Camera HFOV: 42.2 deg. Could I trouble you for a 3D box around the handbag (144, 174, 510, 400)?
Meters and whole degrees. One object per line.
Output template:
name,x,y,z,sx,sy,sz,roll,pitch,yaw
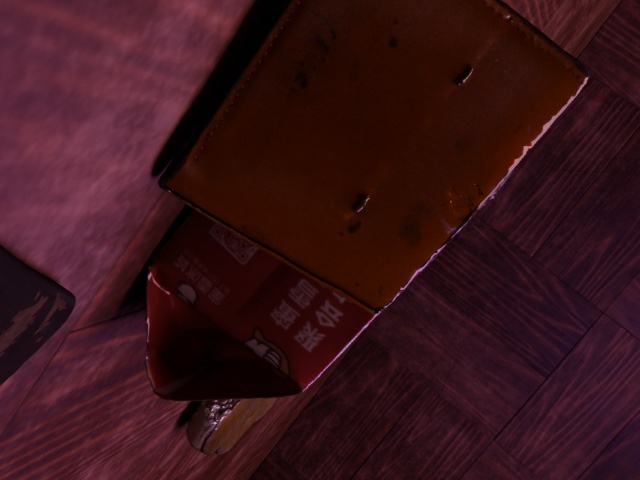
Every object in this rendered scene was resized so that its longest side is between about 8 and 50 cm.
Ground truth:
handbag,0.000,0.000,0.613,0.298,0.151,0.171,-50,176,15

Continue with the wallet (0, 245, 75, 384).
wallet,-0.167,0.040,0.393,0.082,0.018,0.157,-48,170,-13

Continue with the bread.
bread,-0.086,0.188,1.141,0.286,0.056,0.207,-44,165,-32

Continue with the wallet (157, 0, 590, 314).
wallet,0.026,-0.066,0.465,0.195,0.161,0.042,-54,-170,21
